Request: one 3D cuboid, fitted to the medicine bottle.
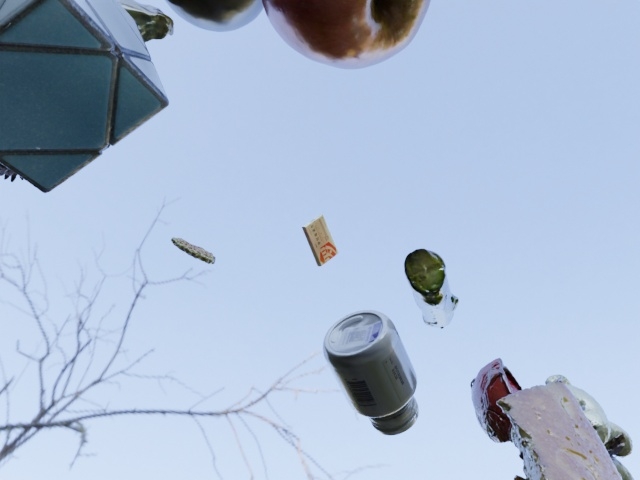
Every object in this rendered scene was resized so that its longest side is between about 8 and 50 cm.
[{"bbox_3d":[0.100,0.242,1.194,0.135,0.135,0.215,-16,-61,17],"label":"medicine bottle"}]

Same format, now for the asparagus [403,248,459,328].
[{"bbox_3d":[0.219,0.111,1.292,0.085,0.082,0.343,27,-16,26],"label":"asparagus"}]

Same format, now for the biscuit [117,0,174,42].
[{"bbox_3d":[-0.424,-0.337,1.098,0.329,0.335,0.078,16,-50,40],"label":"biscuit"}]

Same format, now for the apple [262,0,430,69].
[{"bbox_3d":[0.034,-0.379,0.963,0.242,0.241,0.242,-23,-41,-22],"label":"apple"}]

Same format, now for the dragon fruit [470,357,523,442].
[{"bbox_3d":[0.343,0.329,1.316,0.127,0.161,0.120,-41,-89,21],"label":"dragon fruit"}]

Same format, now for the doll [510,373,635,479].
[{"bbox_3d":[0.472,0.387,1.185,0.278,0.175,0.149,55,-31,-10],"label":"doll"}]

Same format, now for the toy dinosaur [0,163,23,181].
[{"bbox_3d":[-0.590,-0.153,1.294,0.209,0.082,0.039,20,-13,38],"label":"toy dinosaur"}]

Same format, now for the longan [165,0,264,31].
[{"bbox_3d":[-0.179,-0.467,1.174,0.196,0.220,0.197,19,-59,35],"label":"longan"}]

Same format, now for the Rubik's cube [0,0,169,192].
[{"bbox_3d":[-0.340,-0.224,0.805,0.205,0.207,0.205,-33,-38,8],"label":"Rubik's cube"}]

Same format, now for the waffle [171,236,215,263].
[{"bbox_3d":[-0.217,0.017,1.140,0.085,0.078,0.016,27,-89,-18],"label":"waffle"}]

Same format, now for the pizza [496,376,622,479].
[{"bbox_3d":[0.237,0.221,0.643,0.134,0.271,0.056,25,-63,-16],"label":"pizza"}]

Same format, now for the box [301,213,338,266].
[{"bbox_3d":[0.000,0.000,1.374,0.015,0.058,0.093,-3,-65,46],"label":"box"}]
